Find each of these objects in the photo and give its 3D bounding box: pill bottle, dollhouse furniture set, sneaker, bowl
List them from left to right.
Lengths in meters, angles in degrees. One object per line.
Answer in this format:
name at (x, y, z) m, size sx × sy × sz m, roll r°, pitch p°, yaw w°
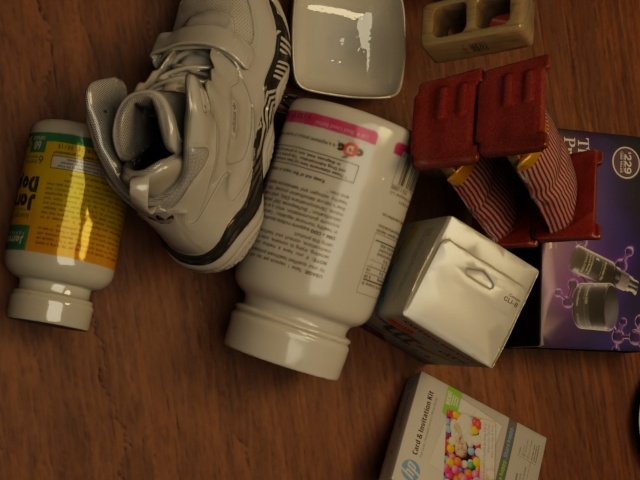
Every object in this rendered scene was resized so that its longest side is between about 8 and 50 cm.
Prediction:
pill bottle at (-0.266, -0.014, 1.483) m, size 0.117 × 0.117 × 0.208 m, roll 13°, pitch 82°, yaw -19°
sneaker at (-0.132, -0.165, 1.465) m, size 0.137 × 0.210 × 0.366 m, roll -2°, pitch 72°, yaw 19°
pill bottle at (0.000, 0.000, 1.551) m, size 0.160 × 0.160 × 0.283 m, roll 19°, pitch 87°, yaw -18°
bowl at (0.026, -0.232, 1.643) m, size 0.142 × 0.053 × 0.142 m, roll 3°, pitch 85°, yaw -19°
dollhouse furniture set at (0.217, -0.198, 1.591) m, size 0.201 × 0.152 × 0.374 m, roll 45°, pitch 43°, yaw -51°

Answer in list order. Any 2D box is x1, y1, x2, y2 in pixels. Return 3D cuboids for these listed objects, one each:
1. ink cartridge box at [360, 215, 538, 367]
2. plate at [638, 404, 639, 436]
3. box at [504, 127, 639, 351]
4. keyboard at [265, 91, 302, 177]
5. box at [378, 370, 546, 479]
ink cartridge box at (0.134, 0.060, 1.595) m, size 0.128 × 0.176 × 0.127 m, roll 31°, pitch 76°, yaw -16°
plate at (0.479, 0.230, 1.795) m, size 0.188 × 0.024 × 0.188 m, roll 2°, pitch 85°, yaw -21°
box at (0.323, 0.004, 1.713) m, size 0.184 × 0.103 × 0.261 m, roll 3°, pitch 85°, yaw -23°
keyboard at (-0.057, -0.126, 1.621) m, size 0.180 × 0.023 × 0.108 m, roll 11°, pitch 89°, yaw -20°
box at (0.168, 0.257, 1.646) m, size 0.186 × 0.038 × 0.145 m, roll 29°, pitch 57°, yaw -15°
